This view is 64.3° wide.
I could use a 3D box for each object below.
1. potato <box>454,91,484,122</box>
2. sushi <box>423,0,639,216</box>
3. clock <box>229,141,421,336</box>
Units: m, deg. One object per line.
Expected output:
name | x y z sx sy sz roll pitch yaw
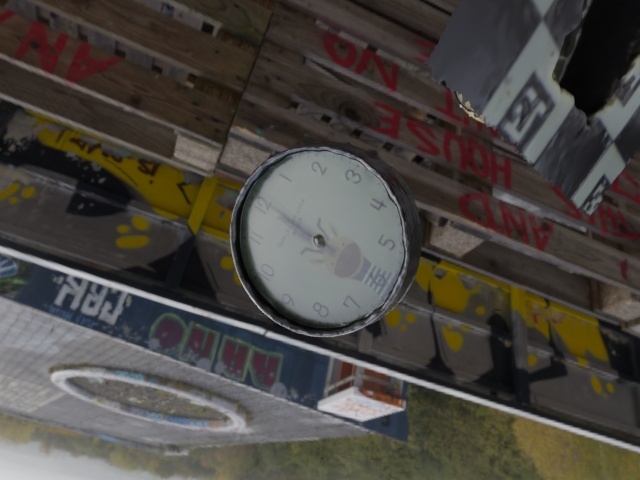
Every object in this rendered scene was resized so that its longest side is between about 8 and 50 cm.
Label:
potato | 0.428 -0.327 1.195 0.202 0.182 0.117 -17 157 14
sushi | 0.211 -0.232 0.355 0.296 0.373 0.100 19 -164 -45
clock | 0.000 0.000 0.472 0.184 0.185 0.040 -2 -174 22
